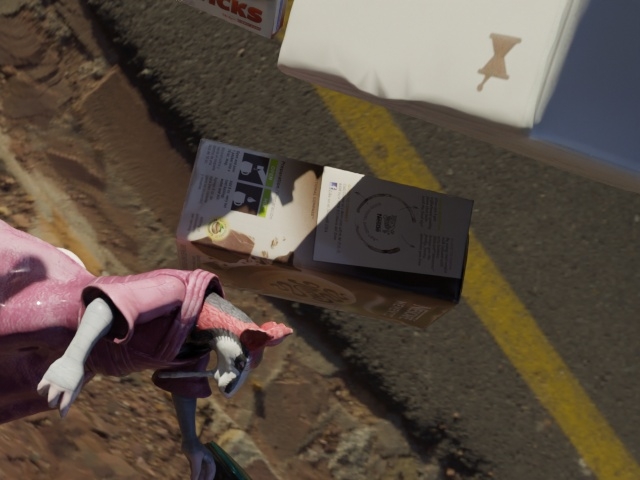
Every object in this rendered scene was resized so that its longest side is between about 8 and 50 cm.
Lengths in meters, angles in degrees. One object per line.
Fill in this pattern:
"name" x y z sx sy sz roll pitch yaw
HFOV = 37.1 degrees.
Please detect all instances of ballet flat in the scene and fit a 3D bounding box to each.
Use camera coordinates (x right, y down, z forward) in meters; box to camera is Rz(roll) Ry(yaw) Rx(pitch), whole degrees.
"ballet flat" -0.076 0.308 1.066 0.203 0.074 0.074 35 66 25

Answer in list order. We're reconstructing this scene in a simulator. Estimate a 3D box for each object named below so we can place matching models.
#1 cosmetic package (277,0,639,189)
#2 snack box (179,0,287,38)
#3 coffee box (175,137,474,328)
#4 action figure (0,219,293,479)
"cosmetic package" 0.240 -0.233 0.870 0.393 0.329 0.327 11 100 -40
"snack box" -0.103 -0.195 0.626 0.178 0.064 0.022 24 47 10
"coffee box" 0.000 0.000 1.050 0.297 0.168 0.119 12 73 -3
"action figure" -0.208 0.084 0.962 0.370 0.248 0.276 -3 58 9
